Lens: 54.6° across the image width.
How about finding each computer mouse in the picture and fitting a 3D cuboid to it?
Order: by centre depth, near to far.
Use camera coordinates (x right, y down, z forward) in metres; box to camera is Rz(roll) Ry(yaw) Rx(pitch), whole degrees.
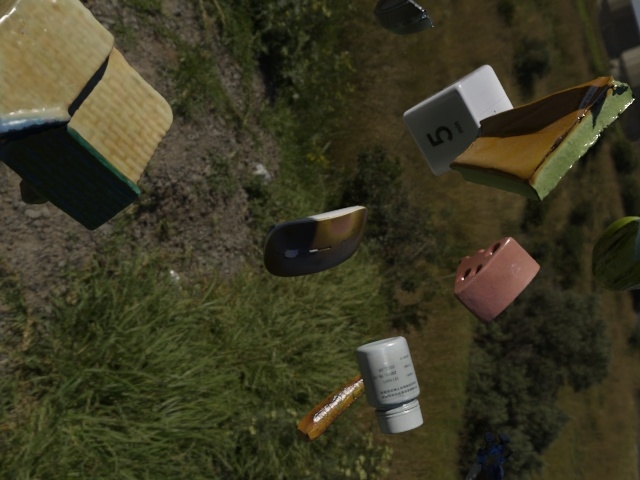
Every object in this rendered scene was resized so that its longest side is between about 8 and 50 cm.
[{"bbox_3d":[0.000,0.000,1.197,0.245,0.056,0.126,-13,129,-35],"label":"computer mouse"},{"bbox_3d":[0.232,-0.646,1.805,0.126,0.231,0.071,35,86,-37],"label":"computer mouse"}]

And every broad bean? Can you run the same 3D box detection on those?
[{"bbox_3d":[0.475,0.024,0.954,0.082,0.124,0.174,38,11,7],"label":"broad bean"}]

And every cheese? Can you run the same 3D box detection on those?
[{"bbox_3d":[0.440,0.083,1.532,0.128,0.177,0.203,45,29,-6],"label":"cheese"}]

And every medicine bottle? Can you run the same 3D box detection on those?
[{"bbox_3d":[0.105,0.215,0.926,0.080,0.080,0.130,-5,79,-61],"label":"medicine bottle"}]

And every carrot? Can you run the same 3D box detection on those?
[{"bbox_3d":[0.041,0.463,1.726,0.260,0.070,0.070,-32,105,-34],"label":"carrot"}]

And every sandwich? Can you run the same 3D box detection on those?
[{"bbox_3d":[0.354,-0.187,1.036,0.245,0.212,0.063,-44,122,-11],"label":"sandwich"}]

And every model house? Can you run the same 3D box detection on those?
[{"bbox_3d":[-0.532,-0.221,1.172,0.382,0.335,0.342,44,54,-39],"label":"model house"}]

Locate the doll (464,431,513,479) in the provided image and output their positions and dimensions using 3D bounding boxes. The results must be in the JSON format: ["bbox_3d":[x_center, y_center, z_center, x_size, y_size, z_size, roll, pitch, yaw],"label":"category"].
[{"bbox_3d":[0.381,0.527,1.414,0.070,0.096,0.195,-98,-165,-68],"label":"doll"}]

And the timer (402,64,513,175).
[{"bbox_3d":[0.367,-0.309,1.609,0.192,0.195,0.194,-38,101,-41],"label":"timer"}]
